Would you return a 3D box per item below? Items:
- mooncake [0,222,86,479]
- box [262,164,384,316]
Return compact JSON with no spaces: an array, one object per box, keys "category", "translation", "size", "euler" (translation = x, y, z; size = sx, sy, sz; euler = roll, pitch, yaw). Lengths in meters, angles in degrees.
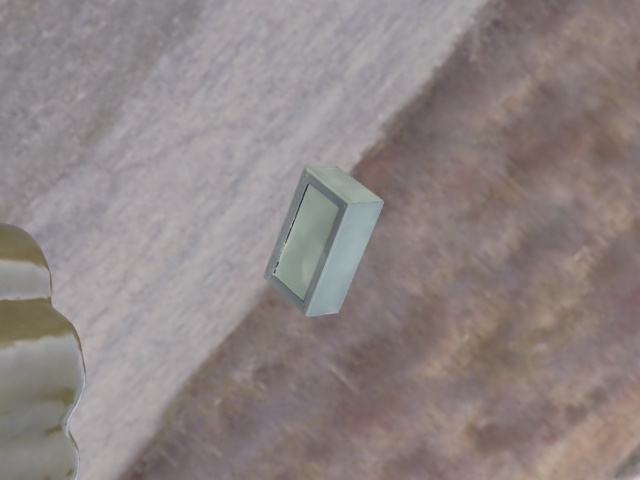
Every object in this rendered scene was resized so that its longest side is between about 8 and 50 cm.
[{"category":"mooncake","translation":[-0.396,0.141,1.301],"size":[0.201,0.378,0.378],"euler":[1,139,-44]},{"category":"box","translation":[0.000,0.000,2.277],"size":[0.086,0.129,0.225],"euler":[-4,123,-45]}]
